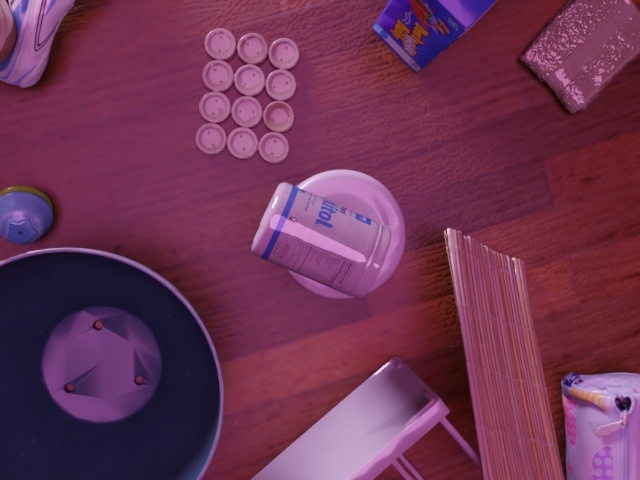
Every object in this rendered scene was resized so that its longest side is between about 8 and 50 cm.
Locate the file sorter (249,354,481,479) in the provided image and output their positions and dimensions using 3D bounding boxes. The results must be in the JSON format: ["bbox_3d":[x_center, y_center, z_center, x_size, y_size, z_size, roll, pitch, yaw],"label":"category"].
[{"bbox_3d":[0.051,0.297,0.901,0.278,0.193,0.173,-40,98,-3],"label":"file sorter"}]

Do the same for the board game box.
[{"bbox_3d":[0.217,-0.343,0.869,0.078,0.233,0.347,45,88,-5],"label":"board game box"}]

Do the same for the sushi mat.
[{"bbox_3d":[0.202,0.145,0.884,0.152,0.019,0.316,19,56,-39],"label":"sushi mat"}]

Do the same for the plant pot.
[{"bbox_3d":[-0.244,0.147,0.864,0.291,0.195,0.290,0,93,-5],"label":"plant pot"}]

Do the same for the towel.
[{"bbox_3d":[0.320,-0.235,0.985,0.148,0.027,0.110,-45,94,-2],"label":"towel"}]

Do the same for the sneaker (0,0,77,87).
[{"bbox_3d":[-0.299,-0.282,0.893,0.086,0.085,0.237,27,91,-36],"label":"sneaker"}]

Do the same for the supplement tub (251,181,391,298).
[{"bbox_3d":[0.000,0.000,0.720,0.107,0.071,0.071,23,90,-6],"label":"supplement tub"}]

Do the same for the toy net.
[{"bbox_3d":[-0.412,-0.024,0.882,0.232,0.045,0.122,19,120,-30],"label":"toy net"}]

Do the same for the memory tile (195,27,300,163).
[{"bbox_3d":[-0.084,-0.167,0.959,0.113,0.012,0.147,6,91,-5],"label":"memory tile"}]

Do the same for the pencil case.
[{"bbox_3d":[0.347,0.287,0.960,0.114,0.124,0.272,-3,93,-5],"label":"pencil case"}]

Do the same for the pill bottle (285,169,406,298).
[{"bbox_3d":[0.011,-0.009,0.868,0.124,0.221,0.124,0,93,-5],"label":"pill bottle"}]

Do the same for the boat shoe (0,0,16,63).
[{"bbox_3d":[-0.426,-0.303,0.844,0.109,0.098,0.302,-38,76,14],"label":"boat shoe"}]
